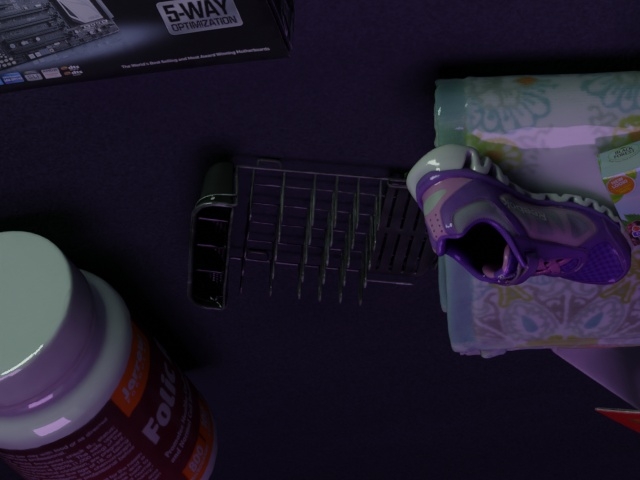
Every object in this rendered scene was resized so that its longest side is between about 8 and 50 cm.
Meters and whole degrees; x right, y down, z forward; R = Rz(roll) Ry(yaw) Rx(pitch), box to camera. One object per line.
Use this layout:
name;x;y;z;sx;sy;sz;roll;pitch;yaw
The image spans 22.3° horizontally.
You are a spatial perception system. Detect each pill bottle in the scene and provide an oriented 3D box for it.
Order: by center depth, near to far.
pill bottle;-0.284;0.167;1.845;0.224;0.224;0.392;-8;147;16

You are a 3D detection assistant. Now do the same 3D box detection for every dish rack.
dish rack;0.000;0.000;1.699;0.271;0.074;0.208;5;148;-4

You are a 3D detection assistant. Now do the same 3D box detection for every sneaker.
sneaker;0.185;0.003;1.490;0.236;0.104;0.095;21;133;-22

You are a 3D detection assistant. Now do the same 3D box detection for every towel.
towel;0.274;-0.023;1.605;0.320;0.090;0.374;-4;139;4

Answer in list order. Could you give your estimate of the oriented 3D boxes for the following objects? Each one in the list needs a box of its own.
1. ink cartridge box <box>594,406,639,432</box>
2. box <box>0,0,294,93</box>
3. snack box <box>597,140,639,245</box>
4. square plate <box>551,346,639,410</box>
ink cartridge box;0.492;0.252;1.891;0.261;0.066;0.296;-4;163;31
box;-0.198;-0.235;1.336;0.307;0.076;0.242;-5;147;13
snack box;0.334;-0.057;1.468;0.141;0.037;0.100;-19;133;17
square plate;0.503;0.125;1.884;0.344;0.049;0.347;-24;139;35
